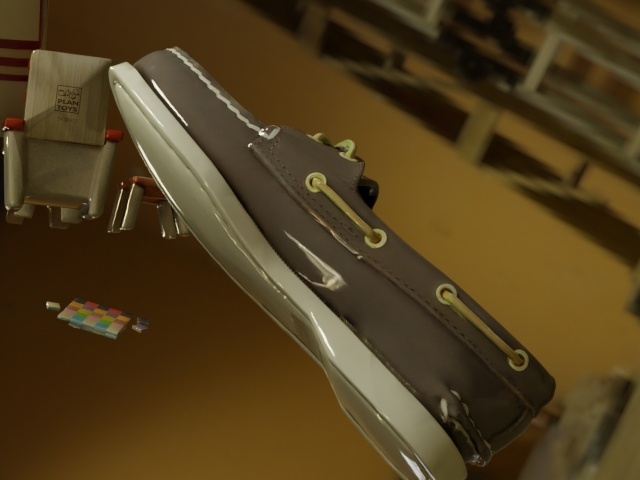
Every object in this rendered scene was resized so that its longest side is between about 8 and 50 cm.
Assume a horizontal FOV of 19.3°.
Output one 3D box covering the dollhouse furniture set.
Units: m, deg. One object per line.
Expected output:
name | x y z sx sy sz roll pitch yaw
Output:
dollhouse furniture set | -0.240 -0.085 1.704 0.259 0.262 0.135 171 104 -76

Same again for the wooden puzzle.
wooden puzzle | -0.177 0.062 1.491 0.049 0.083 0.006 -56 -18 -72

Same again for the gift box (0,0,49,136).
gift box | -0.390 -0.233 1.805 0.276 0.258 0.255 103 169 -45

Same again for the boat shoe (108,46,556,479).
boat shoe | 0.000 0.000 1.089 0.097 0.324 0.116 -37 -21 -12
